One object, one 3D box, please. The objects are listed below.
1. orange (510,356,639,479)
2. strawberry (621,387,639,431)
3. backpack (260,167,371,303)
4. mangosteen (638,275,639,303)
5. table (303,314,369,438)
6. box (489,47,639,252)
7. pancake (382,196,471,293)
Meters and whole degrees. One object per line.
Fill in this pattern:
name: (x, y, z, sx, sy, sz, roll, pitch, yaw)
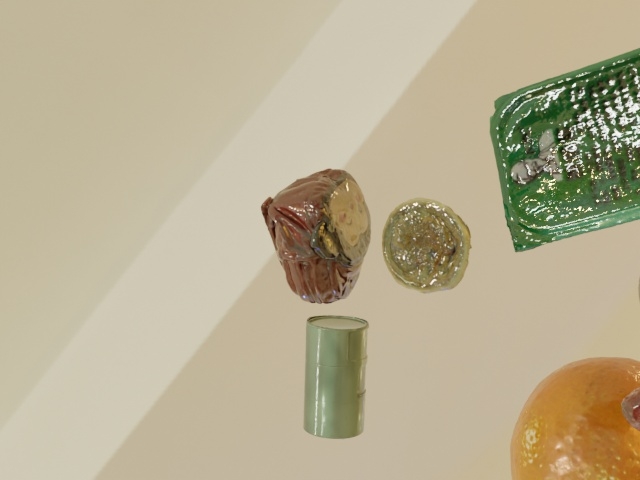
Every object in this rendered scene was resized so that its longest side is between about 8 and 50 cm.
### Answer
orange: (0.549, 0.428, 1.639, 0.424, 0.326, 0.424, 13, -112, -33)
strawberry: (0.433, 0.194, 0.978, 0.148, 0.131, 0.131, -9, -65, -10)
backpack: (0.002, 0.000, 1.429, 0.229, 0.139, 0.229, -3, -90, -65)
mangosteen: (0.638, 0.092, 1.397, 0.228, 0.228, 0.265, -50, -37, 1)
table: (0.029, 0.267, 1.705, 0.126, 0.126, 0.220, 0, -82, -25)
box: (0.433, -0.128, 1.258, 0.337, 0.264, 0.106, -16, -27, 26)
pancake: (0.142, 0.008, 1.178, 0.022, 0.139, 0.139, -6, -63, -56)
